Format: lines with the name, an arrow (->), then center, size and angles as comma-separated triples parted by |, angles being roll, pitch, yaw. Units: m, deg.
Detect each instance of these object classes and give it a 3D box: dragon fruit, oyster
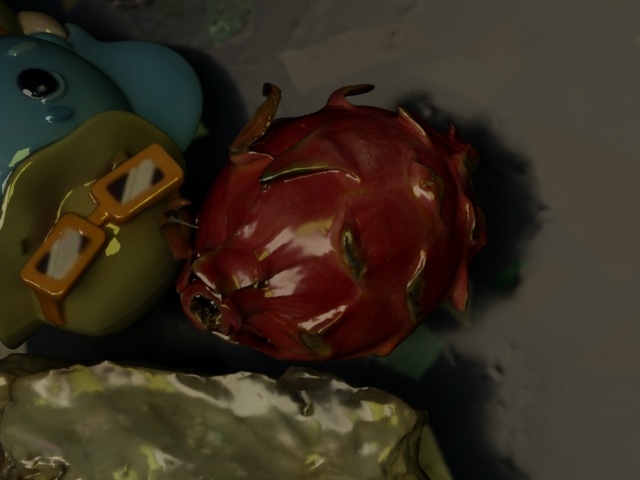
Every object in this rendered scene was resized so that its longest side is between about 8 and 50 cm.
dragon fruit -> 0.000, 0.000, 0.919 | 0.136, 0.166, 0.133 | 48, 144, 15
oyster -> -0.044, 0.115, 0.943 | 0.341, 0.166, 0.110 | 8, 64, 20

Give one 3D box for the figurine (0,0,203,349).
figurine -> -0.184, -0.045, 0.974 | 0.262, 0.180, 0.154 | 24, 131, 12
